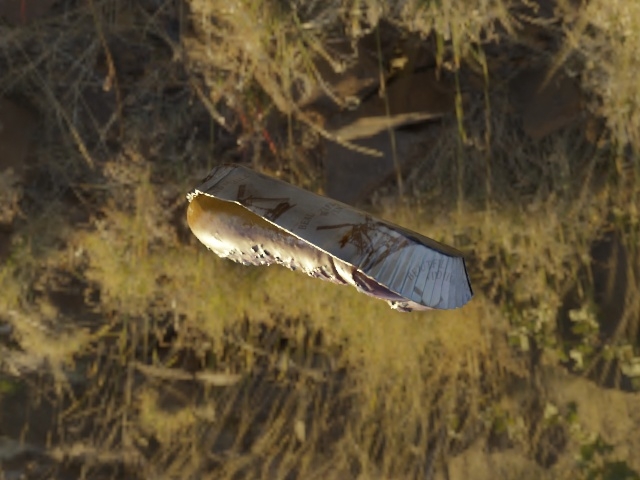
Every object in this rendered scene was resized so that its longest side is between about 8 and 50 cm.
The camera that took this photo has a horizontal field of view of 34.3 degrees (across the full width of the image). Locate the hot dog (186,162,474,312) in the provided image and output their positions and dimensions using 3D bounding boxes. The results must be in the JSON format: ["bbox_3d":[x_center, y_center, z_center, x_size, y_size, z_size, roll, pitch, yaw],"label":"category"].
[{"bbox_3d":[0.000,0.000,0.624,0.191,0.059,0.108,20,-175,38],"label":"hot dog"}]
